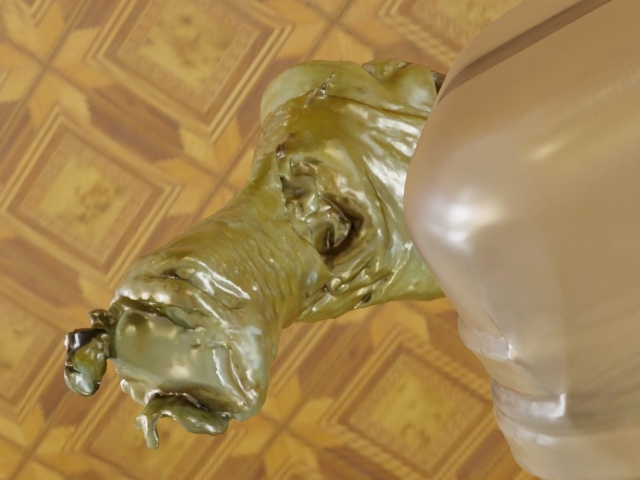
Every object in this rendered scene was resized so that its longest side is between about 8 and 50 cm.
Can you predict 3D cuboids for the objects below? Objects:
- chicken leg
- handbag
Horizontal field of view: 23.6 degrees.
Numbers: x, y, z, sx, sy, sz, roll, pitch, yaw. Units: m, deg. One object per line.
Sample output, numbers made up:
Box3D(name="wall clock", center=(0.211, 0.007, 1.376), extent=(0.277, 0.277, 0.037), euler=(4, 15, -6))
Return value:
Box3D(name="chicken leg", center=(0.000, 0.000, 0.917), extent=(0.153, 0.429, 0.201), euler=(-25, 96, 33))
Box3D(name="handbag", center=(0.180, -0.052, 0.456), extent=(0.302, 0.283, 0.149), euler=(-30, 99, 14))
